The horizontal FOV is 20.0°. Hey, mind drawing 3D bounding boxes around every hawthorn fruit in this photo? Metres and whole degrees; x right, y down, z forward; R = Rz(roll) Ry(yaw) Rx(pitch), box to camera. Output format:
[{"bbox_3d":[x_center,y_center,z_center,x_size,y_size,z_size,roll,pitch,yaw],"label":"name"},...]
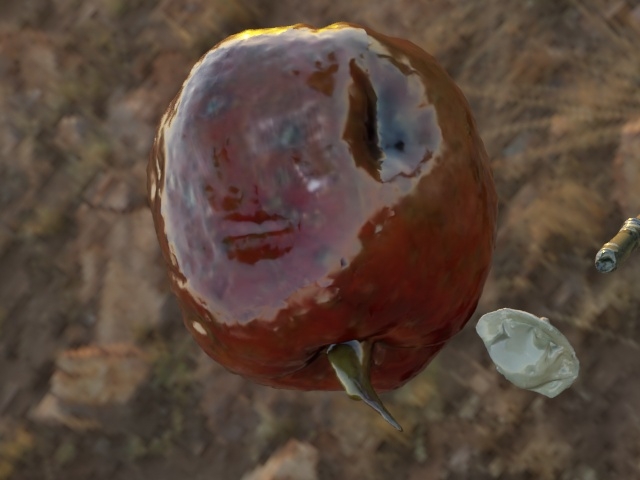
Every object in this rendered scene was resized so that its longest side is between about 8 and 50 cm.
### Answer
[{"bbox_3d":[-0.003,-0.021,1.276,0.258,0.258,0.261,13,91,54],"label":"hawthorn fruit"}]

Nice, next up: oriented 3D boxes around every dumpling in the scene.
[{"bbox_3d":[0.162,0.082,1.390,0.057,0.052,0.076,-40,71,17],"label":"dumpling"}]

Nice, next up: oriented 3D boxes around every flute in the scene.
[{"bbox_3d":[0.268,-0.018,1.479,0.027,0.027,0.233,-26,6,33],"label":"flute"}]
